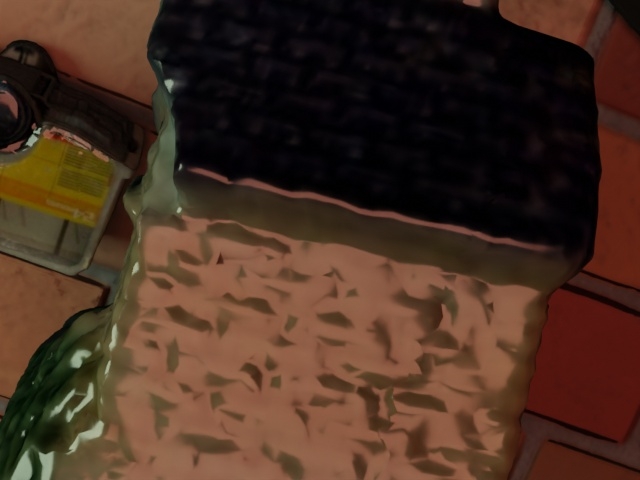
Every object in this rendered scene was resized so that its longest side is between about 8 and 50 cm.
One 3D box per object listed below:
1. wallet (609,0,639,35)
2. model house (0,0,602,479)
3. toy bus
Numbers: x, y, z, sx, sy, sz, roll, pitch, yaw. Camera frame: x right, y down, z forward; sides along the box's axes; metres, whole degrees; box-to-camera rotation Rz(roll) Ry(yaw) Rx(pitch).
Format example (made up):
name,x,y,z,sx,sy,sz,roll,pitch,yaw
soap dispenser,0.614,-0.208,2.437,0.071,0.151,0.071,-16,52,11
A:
name,x,y,z,sx,sy,sz,roll,pitch,yaw
wallet,0.267,-0.160,0.626,0.124,0.244,0.025,44,55,-14
model house,0.002,0.001,0.577,0.243,0.298,0.284,17,98,-6
toy bus,-0.233,-0.072,0.638,0.268,0.092,0.106,21,109,-12
